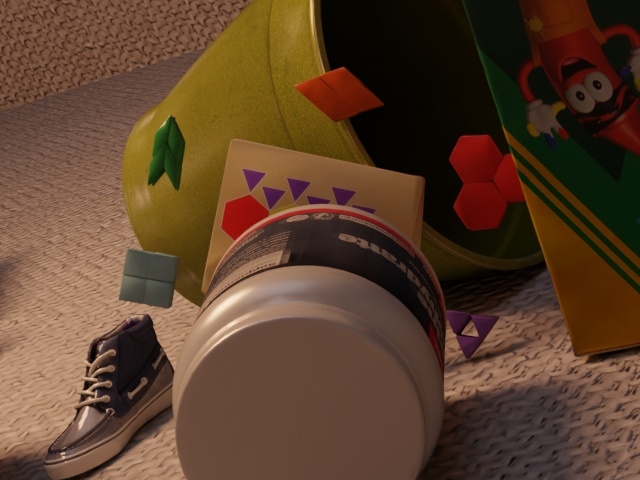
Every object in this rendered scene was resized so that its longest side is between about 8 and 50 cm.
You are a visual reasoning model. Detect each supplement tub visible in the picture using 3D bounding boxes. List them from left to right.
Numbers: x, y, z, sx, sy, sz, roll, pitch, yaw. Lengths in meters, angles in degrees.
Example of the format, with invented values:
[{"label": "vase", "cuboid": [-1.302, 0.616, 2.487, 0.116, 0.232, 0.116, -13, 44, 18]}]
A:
[{"label": "supplement tub", "cuboid": [-0.004, 0.093, 1.434, 0.191, 0.191, 0.272, -19, 13, 9]}]

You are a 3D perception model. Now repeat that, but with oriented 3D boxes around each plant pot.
[{"label": "plant pot", "cuboid": [0.003, -0.091, 1.910, 0.353, 0.366, 0.366, -25, 8, 40]}]

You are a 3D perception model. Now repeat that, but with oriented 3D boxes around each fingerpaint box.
[{"label": "fingerpaint box", "cuboid": [0.268, -0.164, 1.649, 0.163, 0.371, 0.445, -13, 16, 23]}]

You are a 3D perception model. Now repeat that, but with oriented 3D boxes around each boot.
[{"label": "boot", "cuboid": [-0.199, 0.139, 1.781, 0.069, 0.086, 0.190, -13, 15, 31]}]

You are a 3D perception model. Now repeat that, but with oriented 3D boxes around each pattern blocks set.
[{"label": "pattern blocks set", "cuboid": [0.000, 0.000, 1.654, 0.324, 0.285, 0.026, 20, 5, 10]}]
